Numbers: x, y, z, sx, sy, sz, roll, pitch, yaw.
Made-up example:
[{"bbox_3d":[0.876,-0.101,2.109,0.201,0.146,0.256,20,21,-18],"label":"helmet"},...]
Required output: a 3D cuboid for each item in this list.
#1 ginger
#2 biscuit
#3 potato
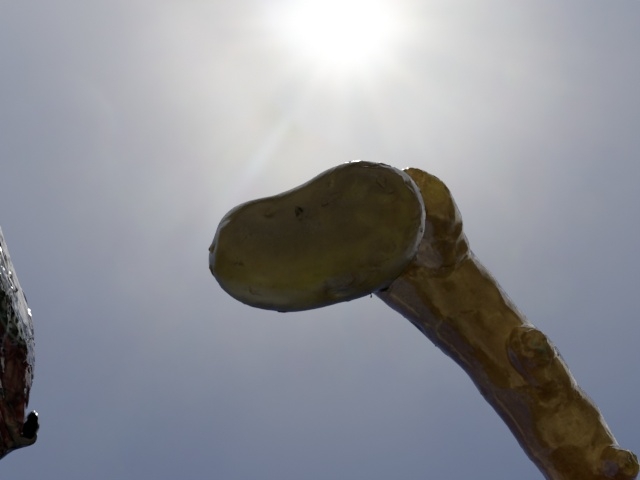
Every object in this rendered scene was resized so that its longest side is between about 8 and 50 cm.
[{"bbox_3d":[0.124,0.083,1.109,0.065,0.299,0.118,-39,-178,-27],"label":"ginger"},{"bbox_3d":[-0.215,0.023,0.977,0.063,0.151,0.235,-20,-155,-12],"label":"biscuit"},{"bbox_3d":[0.000,0.000,1.006,0.137,0.070,0.092,-19,-135,7],"label":"potato"}]
